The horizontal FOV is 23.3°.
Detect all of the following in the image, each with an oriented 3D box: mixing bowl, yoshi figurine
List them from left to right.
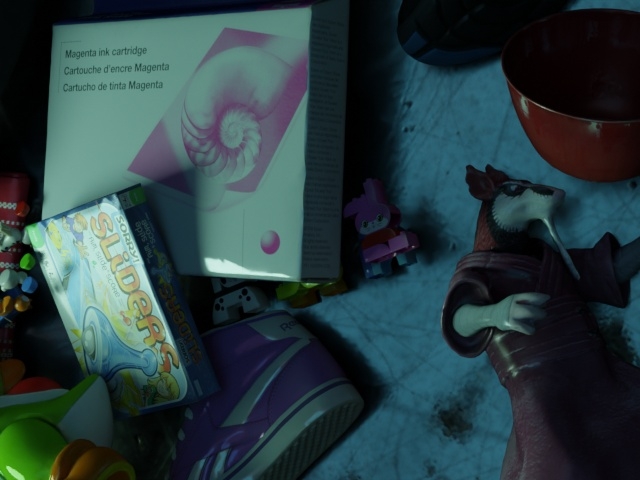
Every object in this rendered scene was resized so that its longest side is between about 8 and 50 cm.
[{"bbox_3d":[-0.325,0.212,1.423,0.362,0.203,0.204,24,112,34],"label":"yoshi figurine"},{"bbox_3d":[0.245,-0.115,1.342,0.181,0.181,0.098,12,131,16],"label":"mixing bowl"}]

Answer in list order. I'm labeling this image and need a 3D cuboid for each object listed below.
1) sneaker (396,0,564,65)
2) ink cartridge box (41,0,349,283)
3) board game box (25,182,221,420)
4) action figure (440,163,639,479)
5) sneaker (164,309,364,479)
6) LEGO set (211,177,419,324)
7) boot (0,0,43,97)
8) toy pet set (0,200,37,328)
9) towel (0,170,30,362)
[{"bbox_3d":[0.186,-0.304,1.394,0.341,0.125,0.140,-47,49,13],"label":"sneaker"},{"bbox_3d":[-0.122,-0.131,1.435,0.324,0.071,0.330,1,90,37],"label":"ink cartridge box"},{"bbox_3d":[-0.182,0.061,1.424,0.136,0.035,0.201,-18,95,41],"label":"board game box"},{"bbox_3d":[0.207,0.102,1.358,0.276,0.248,0.370,-49,55,53],"label":"action figure"},{"bbox_3d":[-0.102,0.184,1.466,0.282,0.102,0.161,-43,66,8],"label":"sneaker"},{"bbox_3d":[0.000,0.000,1.433,0.227,0.087,0.093,-23,75,32],"label":"LEGO set"},{"bbox_3d":[-0.441,-0.279,1.493,0.367,0.146,0.445,25,92,-3],"label":"boot"},{"bbox_3d":[-0.295,0.046,1.499,0.114,0.065,0.122,-38,40,21],"label":"toy pet set"},{"bbox_3d":[-0.398,0.054,1.582,0.198,0.031,0.275,7,92,14],"label":"towel"}]
